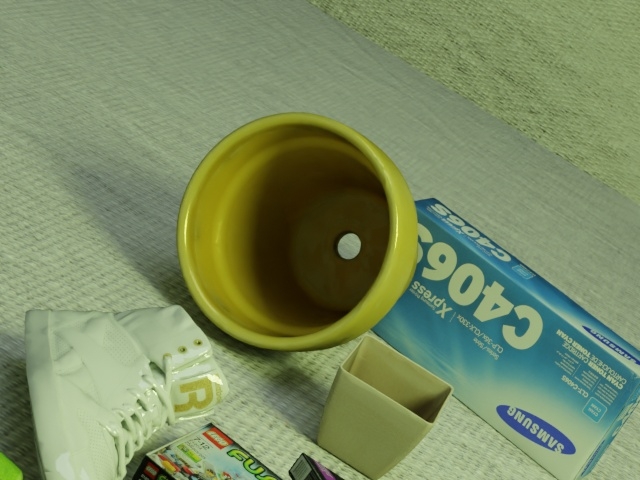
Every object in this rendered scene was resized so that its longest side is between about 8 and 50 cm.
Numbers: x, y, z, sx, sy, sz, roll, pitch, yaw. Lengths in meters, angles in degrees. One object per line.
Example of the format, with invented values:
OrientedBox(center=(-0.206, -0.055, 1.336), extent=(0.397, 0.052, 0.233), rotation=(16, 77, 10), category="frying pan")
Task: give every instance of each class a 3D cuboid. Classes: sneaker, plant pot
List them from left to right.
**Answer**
OrientedBox(center=(-0.156, 0.135, 1.212), extent=(0.169, 0.108, 0.292), rotation=(-5, 29, -10), category="sneaker")
OrientedBox(center=(0.000, 0.000, 1.633), extent=(0.254, 0.254, 0.239), rotation=(37, 7, 18), category="plant pot")
OrientedBox(center=(0.057, 0.176, 1.479), extent=(0.109, 0.096, 0.109), rotation=(31, 21, 6), category="plant pot")

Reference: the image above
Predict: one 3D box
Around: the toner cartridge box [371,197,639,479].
OrientedBox(center=(0.211, 0.114, 1.724), extent=(0.348, 0.165, 0.075), rotation=(38, 23, 21), category="toner cartridge box")

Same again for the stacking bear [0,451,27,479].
OrientedBox(center=(-0.229, 0.216, 0.959), extent=(0.289, 0.175, 0.164), rotation=(34, 18, -8), category="stacking bear")

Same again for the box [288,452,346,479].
OrientedBox(center=(0.053, 0.258, 1.302), extent=(0.162, 0.029, 0.116), rotation=(36, 1, -18), category="box")

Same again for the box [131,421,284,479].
OrientedBox(center=(-0.054, 0.245, 1.264), extent=(0.207, 0.036, 0.114), rotation=(36, 22, 16), category="box")
